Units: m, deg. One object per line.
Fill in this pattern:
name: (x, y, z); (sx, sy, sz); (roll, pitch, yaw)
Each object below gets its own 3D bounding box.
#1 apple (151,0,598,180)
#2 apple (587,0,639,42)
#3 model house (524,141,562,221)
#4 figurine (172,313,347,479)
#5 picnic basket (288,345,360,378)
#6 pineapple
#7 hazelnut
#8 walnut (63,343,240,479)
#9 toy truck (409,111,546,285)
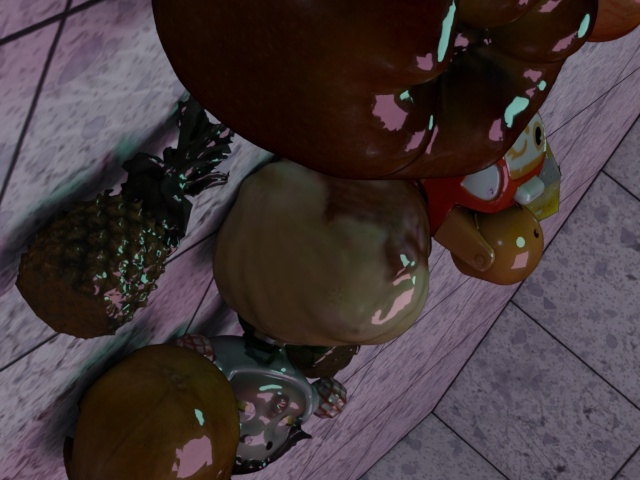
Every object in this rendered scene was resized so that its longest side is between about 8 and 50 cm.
apple: (0.030, -0.189, 1.153); (0.288, 0.317, 0.288); (-23, 135, -25)
apple: (0.370, -0.351, 2.082); (0.209, 0.164, 0.209); (-48, 169, -12)
model house: (0.247, -0.109, 2.447); (0.136, 0.207, 0.219); (-13, -168, 37)
figurine: (-0.075, 0.144, 2.054); (0.281, 0.167, 0.370); (21, 102, -39)
picnic basket: (-0.013, 0.126, 2.232); (0.128, 0.138, 0.178); (-45, 165, -12)
pineapple: (-0.159, -0.026, 1.440); (0.251, 0.125, 0.125); (-54, 171, -29)
hazelnut: (0.000, 0.000, 1.826); (0.261, 0.261, 0.241); (-49, 135, 1)
walnut: (-0.189, 0.244, 1.870); (0.203, 0.203, 0.298); (-42, 157, -29)
toy truck: (0.231, -0.078, 2.228); (0.189, 0.239, 0.265); (-34, 159, -50)
